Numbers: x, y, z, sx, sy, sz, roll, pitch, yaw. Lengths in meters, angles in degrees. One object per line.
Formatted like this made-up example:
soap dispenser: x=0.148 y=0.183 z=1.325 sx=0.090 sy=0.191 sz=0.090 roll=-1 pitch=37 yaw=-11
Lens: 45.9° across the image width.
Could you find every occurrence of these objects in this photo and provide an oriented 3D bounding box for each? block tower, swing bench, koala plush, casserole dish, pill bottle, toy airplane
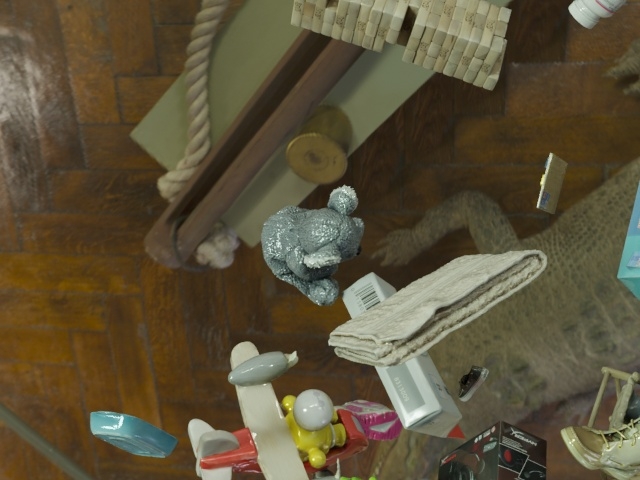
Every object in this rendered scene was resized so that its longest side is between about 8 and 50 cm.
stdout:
block tower: x=0.130 y=-0.344 z=1.174 sx=0.335 sy=0.091 sz=0.097 roll=19 pitch=153 yaw=1
swing bench: x=0.728 y=0.411 z=1.639 sx=0.255 sy=0.253 sz=0.165 roll=-3 pitch=113 yaw=32
koala plush: x=0.000 y=0.000 z=1.472 sx=0.203 sy=0.221 sz=0.196 roll=27 pitch=71 yaw=-13
casserole dish: x=-0.335 y=0.351 z=1.355 sx=0.114 sy=0.037 sz=0.188 roll=-2 pitch=149 yaw=24
pill bottle: x=0.579 y=-0.505 z=1.512 sx=0.087 sy=0.087 sz=0.160 roll=39 pitch=129 yaw=-6
toy airplane: x=-0.083 y=0.411 z=1.607 sx=0.386 sy=0.384 sz=0.272 roll=36 pitch=121 yaw=1

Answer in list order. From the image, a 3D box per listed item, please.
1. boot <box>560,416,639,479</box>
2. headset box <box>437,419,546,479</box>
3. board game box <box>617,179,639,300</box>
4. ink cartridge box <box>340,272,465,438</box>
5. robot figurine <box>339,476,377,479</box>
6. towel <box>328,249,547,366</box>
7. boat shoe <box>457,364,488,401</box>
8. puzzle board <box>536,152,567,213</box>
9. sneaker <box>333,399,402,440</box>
boot: x=0.552 y=0.352 z=1.366 sx=0.213 sy=0.077 sz=0.165 roll=28 pitch=123 yaw=-29
headset box: x=0.302 y=0.512 z=1.376 sx=0.110 sy=0.293 sz=0.218 roll=26 pitch=138 yaw=-11
board game box: x=0.623 y=0.033 z=1.242 sx=0.336 sy=0.254 sz=0.079 roll=38 pitch=153 yaw=-33
ink cartridge box: x=0.211 y=0.257 z=1.600 sx=0.091 sy=0.385 sz=0.308 roll=-34 pitch=61 yaw=15
robot figurine: x=0.080 y=0.471 z=1.364 sx=0.115 sy=0.067 sz=0.101 roll=25 pitch=130 yaw=-3
towel: x=0.155 y=0.086 z=1.049 sx=0.282 sy=0.187 sz=0.049 roll=-29 pitch=99 yaw=-22
boat shoe: x=0.349 y=0.332 z=1.775 sx=0.040 sy=0.049 sz=0.142 roll=26 pitch=142 yaw=3
puzzle board: x=0.409 y=-0.099 z=1.340 sx=0.011 sy=0.128 sz=0.096 roll=17 pitch=95 yaw=29
sneaker: x=0.088 y=0.487 z=2.039 sx=0.252 sy=0.111 sz=0.103 roll=7 pitch=95 yaw=-20
